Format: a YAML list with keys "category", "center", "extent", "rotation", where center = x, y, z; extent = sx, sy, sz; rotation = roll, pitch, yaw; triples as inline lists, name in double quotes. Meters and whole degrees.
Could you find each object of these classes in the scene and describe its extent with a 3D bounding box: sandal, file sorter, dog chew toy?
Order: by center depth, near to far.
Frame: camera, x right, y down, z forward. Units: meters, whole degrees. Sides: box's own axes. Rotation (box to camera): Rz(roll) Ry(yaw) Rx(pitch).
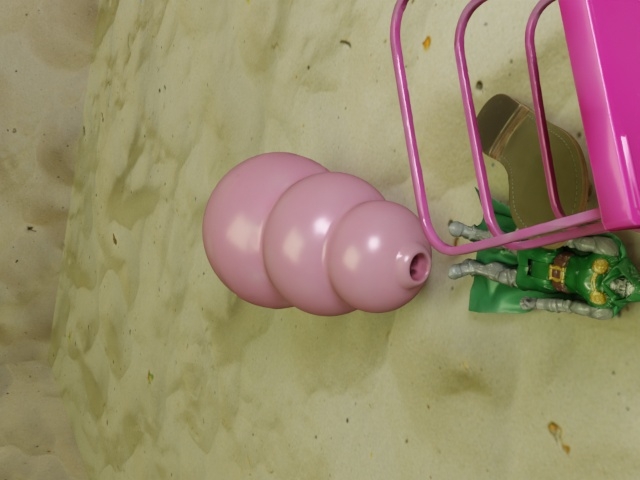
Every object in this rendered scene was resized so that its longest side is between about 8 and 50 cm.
- category: "file sorter"
  center: [0.215, -0.100, 0.542]
  extent: [0.182, 0.290, 0.202]
  rotation: [-19, 77, 58]
- category: "sandal"
  center: [0.220, -0.064, 0.744]
  extent: [0.088, 0.079, 0.240]
  rotation: [-57, 24, 25]
- category: "dog chew toy"
  center: [0.000, 0.000, 0.980]
  extent: [0.331, 0.206, 0.207]
  rotation: [14, 105, 48]

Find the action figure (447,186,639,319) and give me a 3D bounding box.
- category: "action figure"
  center: [0.217, 0.025, 0.762]
  extent: [0.232, 0.063, 0.137]
  rotation: [12, 108, 56]
